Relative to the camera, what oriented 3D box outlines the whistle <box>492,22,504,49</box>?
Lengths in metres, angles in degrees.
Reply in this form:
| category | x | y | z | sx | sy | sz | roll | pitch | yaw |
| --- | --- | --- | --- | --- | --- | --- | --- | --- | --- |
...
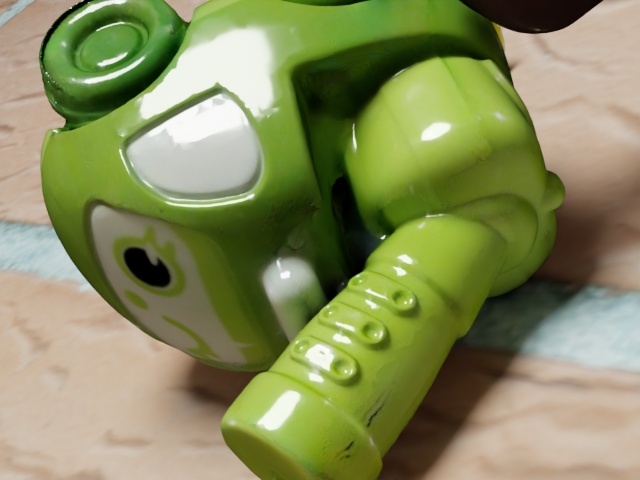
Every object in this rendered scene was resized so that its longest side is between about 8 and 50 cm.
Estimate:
| category | x | y | z | sx | sy | sz | roll | pitch | yaw |
| --- | --- | --- | --- | --- | --- | --- | --- | --- | --- |
| whistle | 0.050 | -0.093 | 0.749 | 0.046 | 0.057 | 0.109 | 9 | 4 | -22 |

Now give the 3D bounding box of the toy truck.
| category | x | y | z | sx | sy | sz | roll | pitch | yaw |
| --- | --- | --- | --- | --- | --- | --- | --- | --- | --- |
| toy truck | 0.007 | -0.016 | 0.547 | 0.187 | 0.148 | 0.210 | -36 | 49 | -14 |

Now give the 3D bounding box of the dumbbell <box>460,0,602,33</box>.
| category | x | y | z | sx | sy | sz | roll | pitch | yaw |
| --- | --- | --- | --- | --- | --- | --- | --- | --- | --- |
| dumbbell | 0.148 | -0.092 | 0.452 | 0.140 | 0.124 | 0.225 | -42 | 54 | -15 |
